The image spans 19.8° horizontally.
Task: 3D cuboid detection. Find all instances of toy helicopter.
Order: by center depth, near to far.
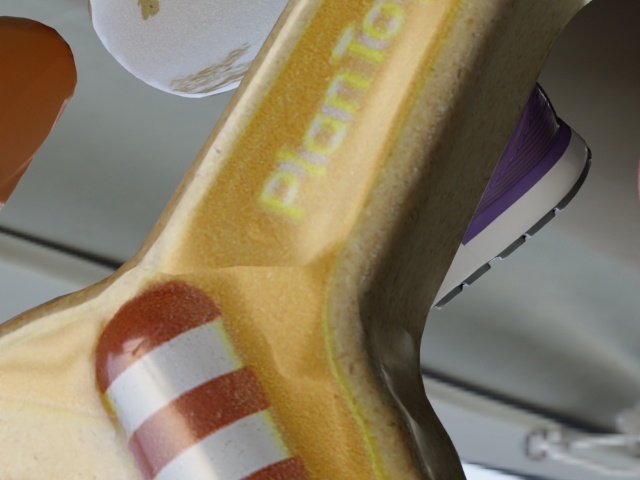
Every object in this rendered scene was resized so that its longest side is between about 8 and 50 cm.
[{"bbox_3d":[-0.029,0.020,0.404,0.355,0.235,0.140,-62,-31,-5],"label":"toy helicopter"}]

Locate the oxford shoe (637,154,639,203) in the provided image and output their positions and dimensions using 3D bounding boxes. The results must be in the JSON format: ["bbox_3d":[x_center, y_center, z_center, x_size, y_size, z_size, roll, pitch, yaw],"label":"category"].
[{"bbox_3d":[0.252,-0.122,0.780,0.123,0.130,0.348,34,-123,-15],"label":"oxford shoe"}]

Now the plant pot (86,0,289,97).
[{"bbox_3d":[-0.031,-0.197,1.059,0.237,0.254,0.237,17,-128,-24],"label":"plant pot"}]

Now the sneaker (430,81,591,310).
[{"bbox_3d":[0.000,0.000,0.978,0.283,0.107,0.124,-43,-70,-3],"label":"sneaker"}]
